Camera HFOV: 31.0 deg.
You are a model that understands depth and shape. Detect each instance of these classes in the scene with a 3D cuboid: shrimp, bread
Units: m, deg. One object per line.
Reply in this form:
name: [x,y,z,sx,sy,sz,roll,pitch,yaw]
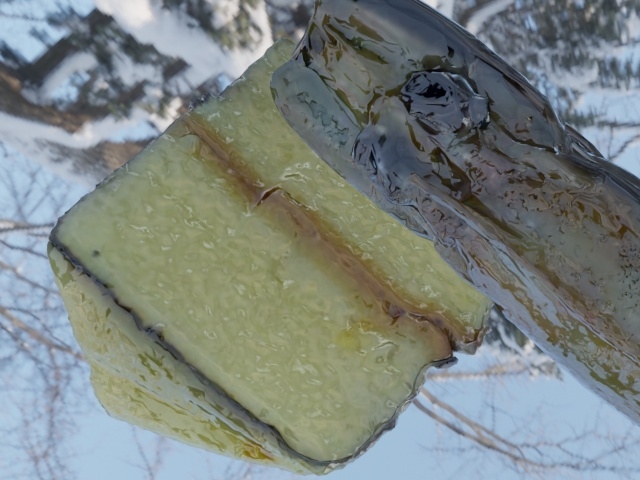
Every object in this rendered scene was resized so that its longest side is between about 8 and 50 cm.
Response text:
shrimp: [0.097,0.001,0.382,0.253,0.173,0.058,39,-71,-8]
bread: [0.000,0.000,0.626,0.178,0.135,0.240,10,-142,32]
